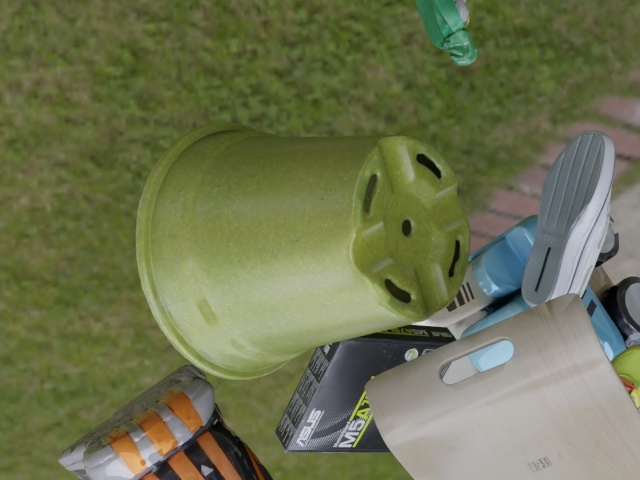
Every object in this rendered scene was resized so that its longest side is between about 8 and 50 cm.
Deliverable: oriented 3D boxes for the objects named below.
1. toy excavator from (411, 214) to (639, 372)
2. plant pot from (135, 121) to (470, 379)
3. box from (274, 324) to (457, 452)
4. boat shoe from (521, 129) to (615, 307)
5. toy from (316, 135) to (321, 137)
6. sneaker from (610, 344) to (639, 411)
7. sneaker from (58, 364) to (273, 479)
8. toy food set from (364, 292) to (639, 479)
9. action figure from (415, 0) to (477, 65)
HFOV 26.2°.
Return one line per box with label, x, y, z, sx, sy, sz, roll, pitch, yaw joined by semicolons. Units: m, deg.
toy excavator;0.260;0.089;2.113;0.445;0.433;0.222;-31;176;-41
plant pot;0.000;0.000;1.386;0.253;0.276;0.276;-7;160;43
box;0.059;0.186;1.729;0.184;0.045;0.191;6;123;-36
boat shoe;0.308;-0.023;1.657;0.075;0.083;0.226;7;109;-42
toy;0.012;-0.018;1.751;0.136;0.237;0.056;26;161;1
sneaker;0.390;0.230;1.866;0.208;0.081;0.094;-55;159;-4
sneaker;-0.086;0.192;0.964;0.124;0.180;0.321;-35;-177;-7
toy food set;0.203;0.183;1.346;0.219;0.092;0.306;-24;134;14
action figure;0.128;-0.303;1.538;0.063;0.232;0.137;-12;169;-16
